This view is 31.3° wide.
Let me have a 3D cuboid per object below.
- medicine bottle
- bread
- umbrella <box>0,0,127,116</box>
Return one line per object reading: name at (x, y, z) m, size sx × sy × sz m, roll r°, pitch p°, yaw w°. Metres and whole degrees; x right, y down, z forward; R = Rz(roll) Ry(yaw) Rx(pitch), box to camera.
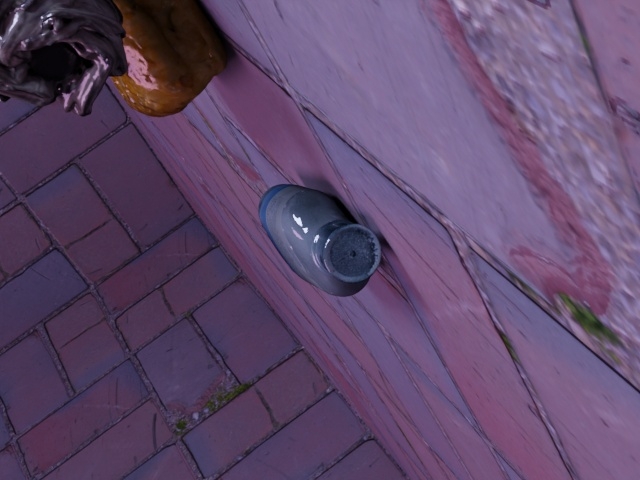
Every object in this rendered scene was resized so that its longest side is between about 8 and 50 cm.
medicine bottle at (0.000, 0.000, 0.887) m, size 0.090 × 0.053 × 0.208 m, roll 57°, pitch 172°, yaw -11°
bread at (-0.136, -0.158, 0.929) m, size 0.114 × 0.083 × 0.211 m, roll 60°, pitch 171°, yaw -8°
umbrella at (-0.203, -0.223, 0.826) m, size 0.358 × 0.113 × 0.106 m, roll -108°, pitch 31°, yaw -50°
